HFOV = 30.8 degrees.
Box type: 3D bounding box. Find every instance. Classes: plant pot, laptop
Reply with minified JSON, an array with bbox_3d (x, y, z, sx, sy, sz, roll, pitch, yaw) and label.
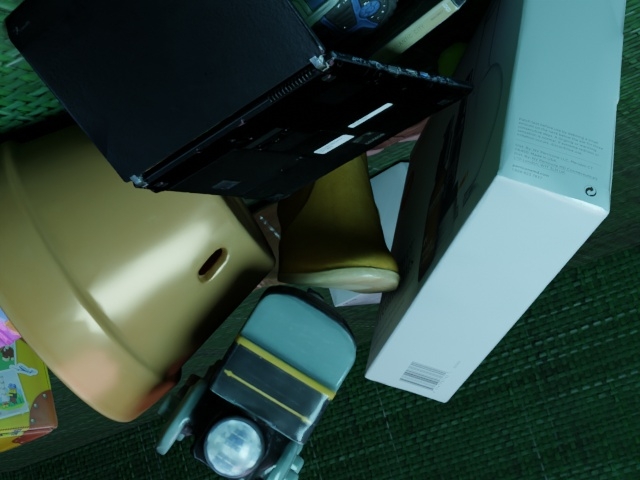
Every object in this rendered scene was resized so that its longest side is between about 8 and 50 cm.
[{"bbox_3d":[-0.178,-0.002,1.111,0.204,0.290,0.291,-33,166,2],"label":"plant pot"},{"bbox_3d":[-0.062,-0.140,0.901,0.264,0.136,0.234,3,158,-46],"label":"laptop"}]

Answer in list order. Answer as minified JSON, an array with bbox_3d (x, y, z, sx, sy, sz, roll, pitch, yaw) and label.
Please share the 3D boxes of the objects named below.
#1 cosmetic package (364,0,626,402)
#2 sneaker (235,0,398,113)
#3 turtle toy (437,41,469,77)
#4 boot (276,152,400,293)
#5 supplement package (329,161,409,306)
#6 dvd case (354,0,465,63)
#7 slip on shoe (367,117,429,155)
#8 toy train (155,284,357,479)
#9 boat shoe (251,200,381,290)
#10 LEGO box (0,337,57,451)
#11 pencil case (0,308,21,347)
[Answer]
[{"bbox_3d":[0.153,-0.058,1.059,0.098,0.284,0.377,19,147,-4],"label":"cosmetic package"},{"bbox_3d":[-0.018,-0.177,0.949,0.080,0.081,0.211,-5,162,-41],"label":"sneaker"},{"bbox_3d":[0.184,-0.187,1.186,0.130,0.066,0.095,-16,144,11],"label":"turtle toy"},{"bbox_3d":[0.014,-0.057,1.148,0.104,0.211,0.295,8,178,-14],"label":"boot"},{"bbox_3d":[0.132,-0.008,1.671,0.194,0.149,0.203,-27,163,38],"label":"supplement package"},{"bbox_3d":[0.061,-0.173,0.990,0.221,0.018,0.164,-34,-167,41],"label":"dvd case"},{"bbox_3d":[0.076,-0.131,1.318,0.135,0.051,0.041,-13,152,-39],"label":"slip on shoe"},{"bbox_3d":[-0.049,0.135,1.117,0.190,0.142,0.334,-57,180,0],"label":"toy train"},{"bbox_3d":[-0.067,0.005,1.625,0.342,0.123,0.123,-28,-167,22],"label":"boat shoe"},{"bbox_3d":[-0.687,0.241,1.613,0.373,0.193,0.500,-24,165,28],"label":"LEGO box"},{"bbox_3d":[-0.350,0.015,1.068,0.105,0.104,0.236,-20,141,16],"label":"pencil case"}]
